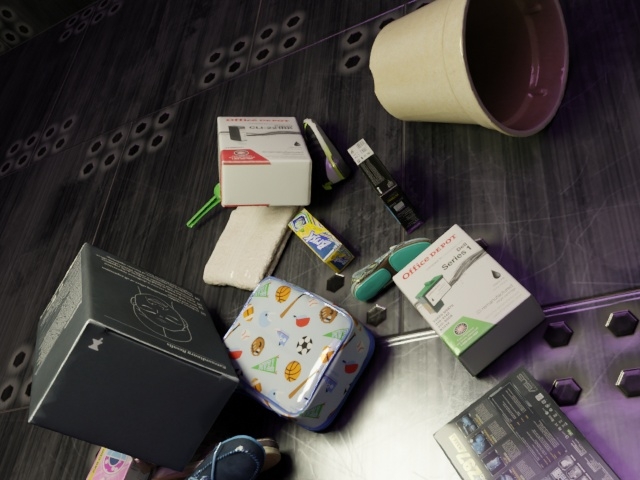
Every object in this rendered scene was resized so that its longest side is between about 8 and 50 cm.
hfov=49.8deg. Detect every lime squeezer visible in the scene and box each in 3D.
[{"bbox_3d":[-0.215,-0.104,1.684,0.310,0.058,0.110,-11,74,43],"label":"lime squeezer"}]

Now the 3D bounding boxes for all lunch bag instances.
[{"bbox_3d":[-0.061,0.215,1.328,0.303,0.115,0.243,21,77,45],"label":"lunch bag"}]

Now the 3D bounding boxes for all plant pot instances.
[{"bbox_3d":[0.281,-0.368,1.410,0.305,0.334,0.334,4,60,52],"label":"plant pot"}]

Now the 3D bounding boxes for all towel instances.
[{"bbox_3d":[-0.151,-0.014,1.618,0.187,0.049,0.282,5,61,40],"label":"towel"}]

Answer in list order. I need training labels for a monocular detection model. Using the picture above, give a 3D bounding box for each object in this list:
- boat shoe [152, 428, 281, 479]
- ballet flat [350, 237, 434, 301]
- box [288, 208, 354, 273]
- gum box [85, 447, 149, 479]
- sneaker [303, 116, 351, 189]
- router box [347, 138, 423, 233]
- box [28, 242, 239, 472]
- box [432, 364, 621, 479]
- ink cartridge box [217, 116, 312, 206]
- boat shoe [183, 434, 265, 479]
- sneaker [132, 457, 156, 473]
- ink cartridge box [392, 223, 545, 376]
[{"bbox_3d":[-0.200,0.400,1.296,0.285,0.103,0.092,-23,51,29],"label":"boat shoe"},{"bbox_3d":[0.135,0.045,1.352,0.188,0.070,0.070,-33,44,7],"label":"ballet flat"},{"bbox_3d":[0.000,0.000,1.486,0.054,0.059,0.169,-47,43,0],"label":"box"},{"bbox_3d":[-0.404,0.453,1.432,0.107,0.062,0.188,0,58,36],"label":"gum box"},{"bbox_3d":[-0.012,-0.207,1.638,0.097,0.084,0.235,-37,43,9],"label":"sneaker"},{"bbox_3d":[0.133,-0.113,1.421,0.046,0.133,0.179,-36,43,7],"label":"router box"},{"bbox_3d":[-0.368,0.211,1.332,0.212,0.293,0.395,-58,26,6],"label":"box"},{"bbox_3d":[0.300,0.327,1.008,0.183,0.059,0.233,-40,44,4],"label":"box"},{"bbox_3d":[-0.137,-0.189,1.593,0.197,0.114,0.273,-2,30,-10],"label":"ink cartridge box"},{"bbox_3d":[-0.185,0.435,1.179,0.258,0.109,0.089,-50,2,26],"label":"boat shoe"},{"bbox_3d":[-0.357,0.386,1.369,0.071,0.066,0.188,-32,39,-19],"label":"sneaker"},{"bbox_3d":[0.251,0.098,1.198,0.160,0.092,0.219,-41,43,2],"label":"ink cartridge box"}]
